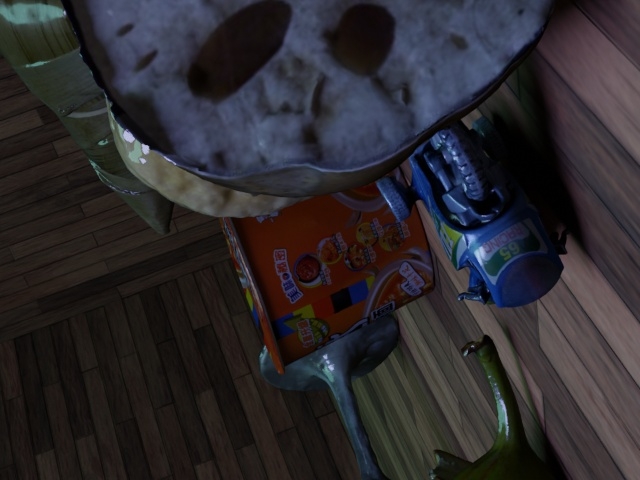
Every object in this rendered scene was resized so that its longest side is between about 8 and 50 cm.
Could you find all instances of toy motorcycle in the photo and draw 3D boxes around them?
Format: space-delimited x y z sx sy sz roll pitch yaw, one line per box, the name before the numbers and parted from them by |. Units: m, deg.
toy motorcycle | 0.110 -0.010 0.793 0.135 0.092 0.254 59 180 12

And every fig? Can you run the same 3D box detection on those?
fig | 0.159 0.215 1.022 0.151 0.151 0.259 137 138 -83

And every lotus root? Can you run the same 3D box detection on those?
lotus root | 0.004 -0.153 0.630 0.192 0.272 0.272 15 -127 -77

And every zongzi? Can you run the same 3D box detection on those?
zongzi | -0.254 -0.327 1.557 0.467 0.218 0.500 75 -159 -55

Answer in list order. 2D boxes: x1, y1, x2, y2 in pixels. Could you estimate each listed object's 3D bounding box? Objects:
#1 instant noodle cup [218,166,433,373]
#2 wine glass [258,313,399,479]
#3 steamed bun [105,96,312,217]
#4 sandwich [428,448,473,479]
instant noodle cup | 0.000 0.000 1.276 0.250 0.192 0.250 160 90 -83
wine glass | 0.062 0.296 1.480 0.267 0.267 0.406 79 173 -55
steamed bun | -0.063 -0.191 1.053 0.325 0.230 0.372 -73 -29 -43
sandwich | 0.189 0.317 1.177 0.090 0.088 0.244 -100 -12 -74
